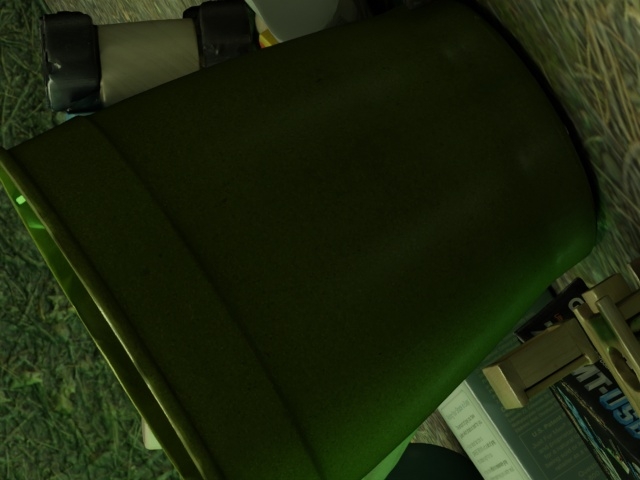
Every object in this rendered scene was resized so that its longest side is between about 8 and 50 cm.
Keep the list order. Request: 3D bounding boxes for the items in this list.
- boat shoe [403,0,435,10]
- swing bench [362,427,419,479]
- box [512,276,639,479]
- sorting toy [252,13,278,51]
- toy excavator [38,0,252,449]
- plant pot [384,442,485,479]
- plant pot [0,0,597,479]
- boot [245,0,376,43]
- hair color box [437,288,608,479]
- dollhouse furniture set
[{"bbox_3d":[0.043,-0.234,1.286,0.152,0.049,0.056,56,170,12],"label":"boat shoe"},{"bbox_3d":[0.030,0.191,1.826,0.254,0.253,0.165,33,-176,-31],"label":"swing bench"},{"bbox_3d":[0.284,0.200,1.255,0.293,0.073,0.295,50,177,40],"label":"box"},{"bbox_3d":[-0.017,-0.156,1.856,0.208,0.038,0.193,57,170,6],"label":"sorting toy"},{"bbox_3d":[-0.169,-0.031,1.920,0.433,0.222,0.445,-149,53,-79],"label":"toy excavator"},{"bbox_3d":[0.116,0.384,2.192,0.293,0.293,0.235,61,-164,-17],"label":"plant pot"},{"bbox_3d":[0.000,0.000,1.332,0.366,0.353,0.366,55,169,16],"label":"plant pot"},{"bbox_3d":[-0.011,-0.205,1.532,0.123,0.095,0.258,45,-166,-42],"label":"boot"},{"bbox_3d":[0.151,0.098,1.598,0.374,0.113,0.185,56,170,8],"label":"hair color box"},{"bbox_3d":[0.194,0.079,1.120,0.101,0.182,0.161,58,170,2],"label":"dollhouse furniture set"}]
